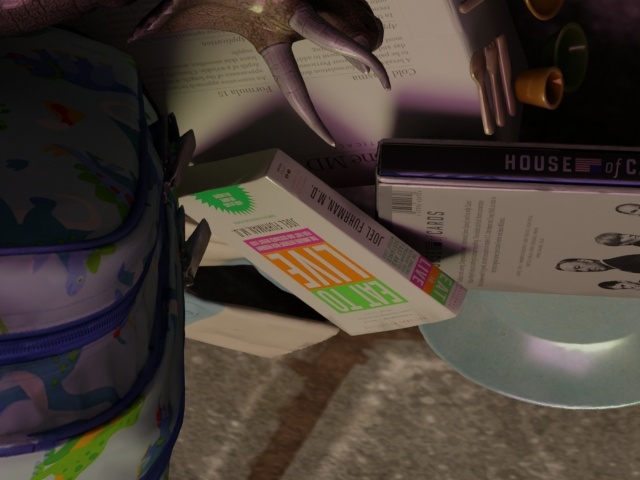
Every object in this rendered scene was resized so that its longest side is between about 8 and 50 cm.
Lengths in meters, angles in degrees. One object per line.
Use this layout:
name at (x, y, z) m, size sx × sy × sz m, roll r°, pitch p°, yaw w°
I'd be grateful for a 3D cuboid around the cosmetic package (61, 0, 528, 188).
cosmetic package at (-0.107, -0.142, 0.968) m, size 0.377 × 0.097 × 0.284 m, roll -4°, pitch 137°, yaw 20°

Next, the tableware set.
tableware set at (0.105, -0.136, 0.918) m, size 0.024 × 0.104 × 0.154 m, roll 7°, pitch 120°, yaw 36°

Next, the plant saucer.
plant saucer at (0.158, 0.040, 1.165) m, size 0.195 × 0.037 × 0.195 m, roll 8°, pitch 141°, yaw 7°

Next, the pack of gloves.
pack of gloves at (-0.067, 0.016, 1.170) m, size 0.232 × 0.046 × 0.195 m, roll 15°, pitch 156°, yaw -35°

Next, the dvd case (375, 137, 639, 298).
dvd case at (0.150, -0.007, 1.002) m, size 0.239 × 0.029 × 0.179 m, roll 3°, pitch 161°, yaw 3°

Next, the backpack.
backpack at (-0.186, 0.021, 0.808) m, size 0.290 × 0.355 × 0.273 m, roll 7°, pitch 134°, yaw -13°

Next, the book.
book at (0.000, 0.000, 1.002) m, size 0.144 × 0.035 × 0.096 m, roll 36°, pitch 156°, yaw -27°

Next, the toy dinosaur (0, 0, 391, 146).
toy dinosaur at (-0.128, -0.138, 0.763) m, size 0.314 × 0.160 × 0.121 m, roll 0°, pitch 139°, yaw 2°
